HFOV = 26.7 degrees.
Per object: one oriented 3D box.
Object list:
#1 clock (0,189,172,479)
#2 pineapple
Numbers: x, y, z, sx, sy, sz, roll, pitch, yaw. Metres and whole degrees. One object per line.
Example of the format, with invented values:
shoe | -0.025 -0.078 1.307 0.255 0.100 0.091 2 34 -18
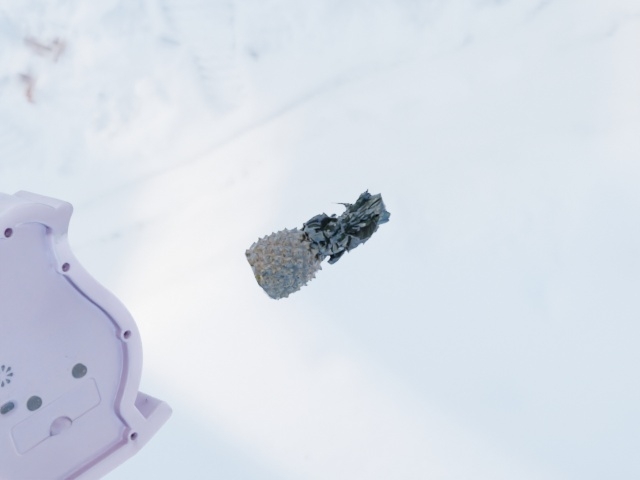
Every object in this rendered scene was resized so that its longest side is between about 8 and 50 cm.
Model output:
clock | -0.291 0.120 1.133 0.080 0.290 0.275 16 132 44
pineapple | 0.000 0.000 1.421 0.159 0.074 0.074 -29 133 -2
